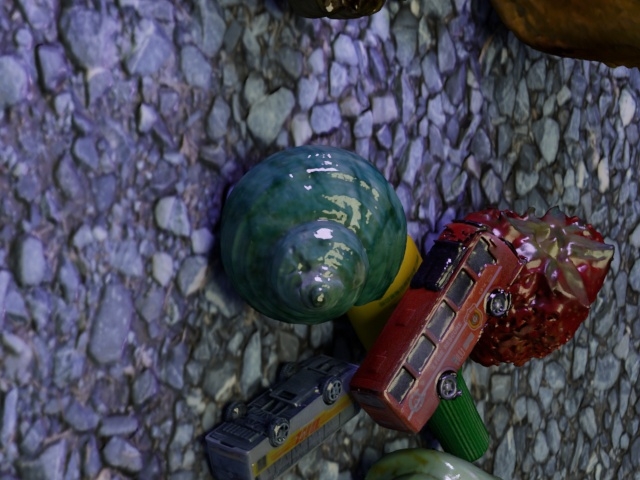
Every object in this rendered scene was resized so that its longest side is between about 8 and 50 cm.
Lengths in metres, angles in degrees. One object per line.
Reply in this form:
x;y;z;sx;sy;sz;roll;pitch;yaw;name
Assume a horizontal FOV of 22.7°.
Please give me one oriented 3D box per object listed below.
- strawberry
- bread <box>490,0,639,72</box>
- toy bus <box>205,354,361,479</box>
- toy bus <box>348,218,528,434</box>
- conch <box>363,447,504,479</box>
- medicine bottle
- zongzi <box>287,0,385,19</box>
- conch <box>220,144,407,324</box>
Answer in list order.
0.222;0.055;1.798;0.187;0.184;0.201;-33;147;-51;strawberry
0.348;-0.338;1.760;0.204;0.358;0.336;-26;111;-43;bread
-0.033;0.177;1.562;0.190;0.064;0.075;-35;132;-44;toy bus
0.120;0.085;1.620;0.096;0.073;0.235;47;64;-35;toy bus
0.144;0.293;1.719;0.251;0.143;0.137;12;44;-46;conch
0.108;0.125;1.723;0.111;0.076;0.309;-48;130;-26;medicine bottle
-0.044;-0.360;1.465;0.300;0.145;0.273;12;89;-35;zongzi
0.000;0.001;1.513;0.196;0.134;0.202;29;50;-12;conch
